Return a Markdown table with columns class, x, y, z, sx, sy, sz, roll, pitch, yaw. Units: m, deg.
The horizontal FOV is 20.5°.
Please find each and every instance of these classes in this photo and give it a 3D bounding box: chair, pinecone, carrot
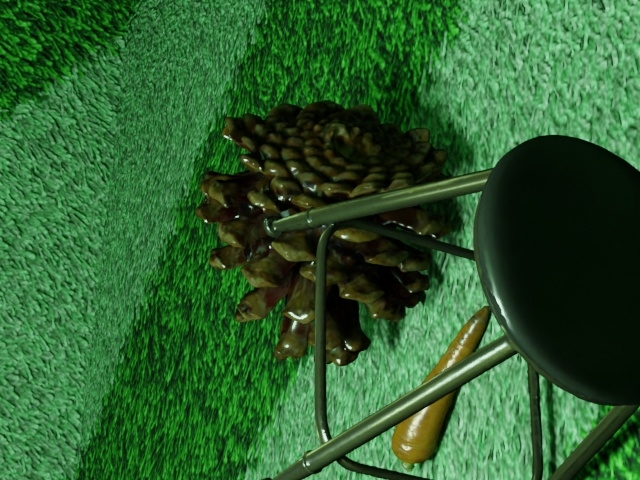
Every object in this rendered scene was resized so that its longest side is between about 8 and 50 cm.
| class | x | y | z | sx | sy | sz | roll | pitch | yaw |
| --- | --- | --- | --- | --- | --- | --- | --- | --- | --- |
| chair | 0.190 | 0.102 | 1.990 | 0.410 | 0.364 | 0.362 | -34 | 48 | 49 |
| pinecone | 0.000 | 0.000 | 2.470 | 0.384 | 0.384 | 0.384 | -40 | 43 | 52 |
| carrot | 0.157 | 0.194 | 2.340 | 0.257 | 0.061 | 0.061 | -67 | 27 | 16 |
